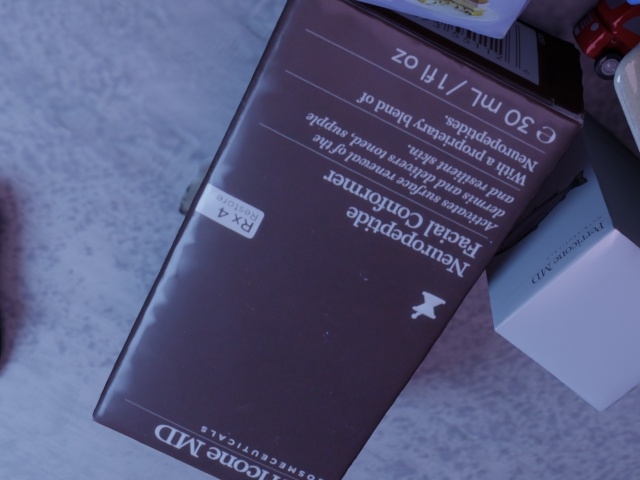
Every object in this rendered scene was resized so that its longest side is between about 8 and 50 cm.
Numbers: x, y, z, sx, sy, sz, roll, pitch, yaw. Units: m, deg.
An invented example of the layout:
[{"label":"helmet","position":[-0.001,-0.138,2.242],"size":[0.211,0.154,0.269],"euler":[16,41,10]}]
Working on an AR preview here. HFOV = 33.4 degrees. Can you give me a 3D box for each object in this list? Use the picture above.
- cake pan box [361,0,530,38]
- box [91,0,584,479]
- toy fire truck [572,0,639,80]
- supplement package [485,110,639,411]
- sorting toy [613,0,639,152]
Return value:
[{"label":"cake pan box","position":[-0.003,-0.255,0.551],"size":[0.267,0.246,0.070],"euler":[14,161,-5]},{"label":"box","position":[0.000,0.000,0.750],"size":[0.191,0.143,0.381],"euler":[26,122,-5]},{"label":"toy fire truck","position":[0.282,-0.125,0.719],"size":[0.192,0.047,0.135],"euler":[36,117,-17]},{"label":"supplement package","position":[0.182,0.006,0.728],"size":[0.105,0.179,0.105],"euler":[37,116,-18]},{"label":"sorting toy","position":[0.256,-0.080,0.621],"size":[0.047,0.196,0.348],"euler":[1,130,46]}]
